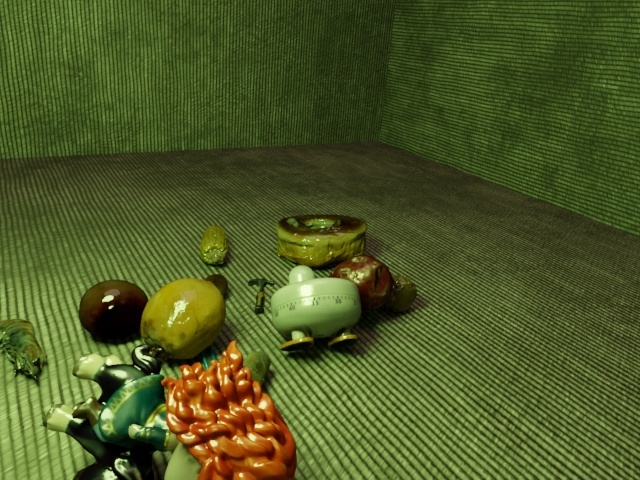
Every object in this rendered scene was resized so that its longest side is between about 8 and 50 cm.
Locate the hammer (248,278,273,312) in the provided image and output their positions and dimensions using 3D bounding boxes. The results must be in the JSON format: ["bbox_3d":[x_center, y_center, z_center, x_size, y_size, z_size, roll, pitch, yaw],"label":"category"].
[{"bbox_3d":[-0.184,0.161,1.605,0.078,0.021,0.201,3,21,-4],"label":"hammer"}]

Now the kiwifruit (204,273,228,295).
[{"bbox_3d":[-0.312,0.140,1.568,0.075,0.075,0.124,7,18,6],"label":"kiwifruit"}]

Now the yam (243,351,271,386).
[{"bbox_3d":[-0.172,0.336,1.119,0.071,0.067,0.317,-21,17,18],"label":"yam"}]

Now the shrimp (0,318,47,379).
[{"bbox_3d":[-0.731,0.256,1.227,0.169,0.058,0.296,-20,28,-33],"label":"shrimp"}]

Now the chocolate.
[{"bbox_3d":[-0.522,0.165,1.351,0.176,0.177,0.177,4,22,-2],"label":"chocolate"}]

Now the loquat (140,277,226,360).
[{"bbox_3d":[-0.330,0.187,1.286,0.187,0.176,0.234,-15,29,51],"label":"loquat"}]

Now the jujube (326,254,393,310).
[{"bbox_3d":[0.099,0.125,1.534,0.168,0.168,0.236,-10,-4,-32],"label":"jujube"}]

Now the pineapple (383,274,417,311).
[{"bbox_3d":[0.187,0.137,1.647,0.119,0.111,0.237,24,1,-37],"label":"pineapple"}]

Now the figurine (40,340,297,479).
[{"bbox_3d":[-0.245,0.326,0.876,0.411,0.241,0.306,-2,61,2],"label":"figurine"}]

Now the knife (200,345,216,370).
[{"bbox_3d":[-0.280,0.266,1.324,0.044,0.026,0.296,7,18,-26],"label":"knife"}]

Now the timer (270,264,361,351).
[{"bbox_3d":[-0.015,0.152,1.374,0.233,0.233,0.240,-2,67,-16],"label":"timer"}]

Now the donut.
[{"bbox_3d":[0.000,0.000,1.892,0.329,0.160,0.330,-1,12,0],"label":"donut"}]

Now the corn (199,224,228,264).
[{"bbox_3d":[-0.363,0.011,1.838,0.097,0.097,0.262,0,22,-11],"label":"corn"}]
